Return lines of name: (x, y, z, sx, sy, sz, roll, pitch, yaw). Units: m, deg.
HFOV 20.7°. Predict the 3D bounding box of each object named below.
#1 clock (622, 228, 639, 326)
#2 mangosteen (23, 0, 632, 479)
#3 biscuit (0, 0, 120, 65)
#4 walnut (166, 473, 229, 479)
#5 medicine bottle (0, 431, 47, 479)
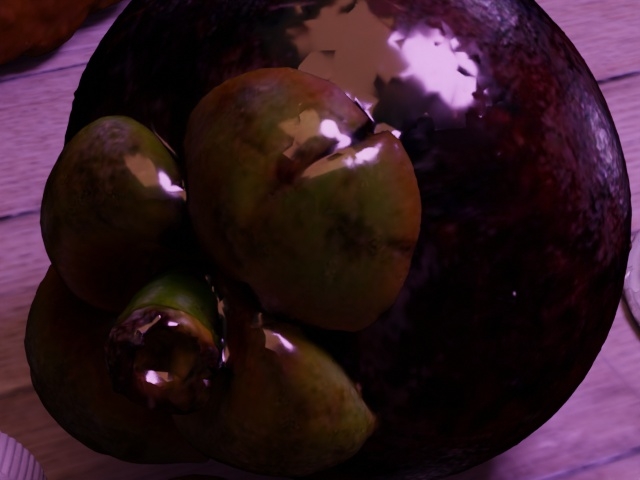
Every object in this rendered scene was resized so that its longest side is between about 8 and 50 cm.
clock: (0.298, 0.016, 1.038, 0.236, 0.053, 0.236, 0, 34, 0)
mangosteen: (0.009, -0.004, 0.865, 0.300, 0.300, 0.300, 0, 36, 0)
biscuit: (-0.295, -0.257, 1.319, 0.342, 0.166, 0.395, 29, 46, 32)
walnut: (-0.069, 0.188, 0.757, 0.115, 0.116, 0.207, 6, 43, 8)
medicine bottle: (-0.172, 0.170, 0.753, 0.088, 0.132, 0.188, 0, 34, 2)
